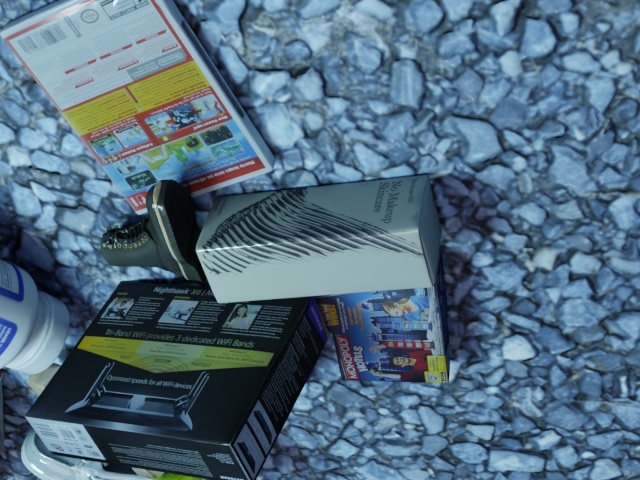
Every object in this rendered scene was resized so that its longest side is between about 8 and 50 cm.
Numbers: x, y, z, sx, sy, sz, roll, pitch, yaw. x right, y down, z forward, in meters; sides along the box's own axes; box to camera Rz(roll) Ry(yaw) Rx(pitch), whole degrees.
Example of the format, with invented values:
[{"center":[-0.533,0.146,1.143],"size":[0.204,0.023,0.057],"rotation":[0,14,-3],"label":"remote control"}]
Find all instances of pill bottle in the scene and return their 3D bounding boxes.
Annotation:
[{"center":[-0.467,0.085,1.439],"size":[0.152,0.152,0.272],"rotation":[-24,145,30],"label":"pill bottle"}]

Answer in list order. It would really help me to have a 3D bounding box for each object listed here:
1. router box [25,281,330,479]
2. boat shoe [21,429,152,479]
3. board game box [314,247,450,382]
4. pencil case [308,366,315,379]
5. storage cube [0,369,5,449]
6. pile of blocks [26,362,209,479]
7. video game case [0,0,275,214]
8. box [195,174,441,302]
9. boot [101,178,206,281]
[{"center":[-0.175,0.168,1.381],"size":[0.309,0.243,0.081],"rotation":[2,133,29],"label":"router box"},{"center":[-0.291,0.330,1.685],"size":[0.320,0.118,0.103],"rotation":[16,127,-7],"label":"boat shoe"},{"center":[0.065,0.098,1.428],"size":[0.194,0.060,0.194],"rotation":[1,131,14],"label":"board game box"},{"center":[-0.103,0.190,1.538],"size":[0.206,0.088,0.086],"rotation":[-28,157,32],"label":"pencil case"},{"center":[-0.597,0.304,1.664],"size":[0.193,0.215,0.184],"rotation":[10,132,-4],"label":"storage cube"},{"center":[-0.239,0.263,1.582],"size":[0.362,0.113,0.149],"rotation":[37,150,-3],"label":"pile of blocks"},{"center":[-0.207,-0.164,1.280],"size":[0.204,0.025,0.285],"rotation":[-16,125,25],"label":"video game case"},{"center":[0.000,0.000,1.322],"size":[0.275,0.113,0.094],"rotation":[-7,128,16],"label":"box"},{"center":[-0.222,-0.009,1.363],"size":[0.137,0.077,0.198],"rotation":[5,148,11],"label":"boot"}]
